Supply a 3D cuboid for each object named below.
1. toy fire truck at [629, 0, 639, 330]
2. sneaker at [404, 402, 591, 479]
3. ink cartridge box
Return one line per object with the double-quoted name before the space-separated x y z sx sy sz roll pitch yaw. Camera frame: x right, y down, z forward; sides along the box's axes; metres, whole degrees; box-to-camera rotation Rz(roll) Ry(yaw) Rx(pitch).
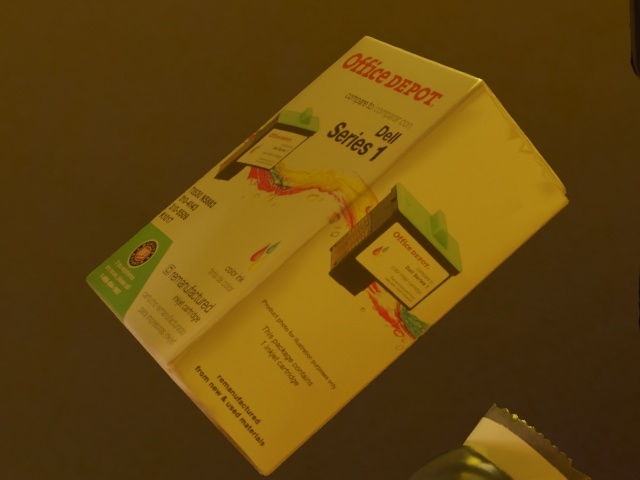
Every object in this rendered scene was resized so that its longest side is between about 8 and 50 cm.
"toy fire truck" 0.220 -0.029 0.479 0.246 0.158 0.217 5 -147 21
"sneaker" 0.130 0.229 0.761 0.131 0.112 0.319 -38 -100 -9
"ink cartridge box" 0.000 0.000 1.252 0.278 0.117 0.201 -42 -154 -7
